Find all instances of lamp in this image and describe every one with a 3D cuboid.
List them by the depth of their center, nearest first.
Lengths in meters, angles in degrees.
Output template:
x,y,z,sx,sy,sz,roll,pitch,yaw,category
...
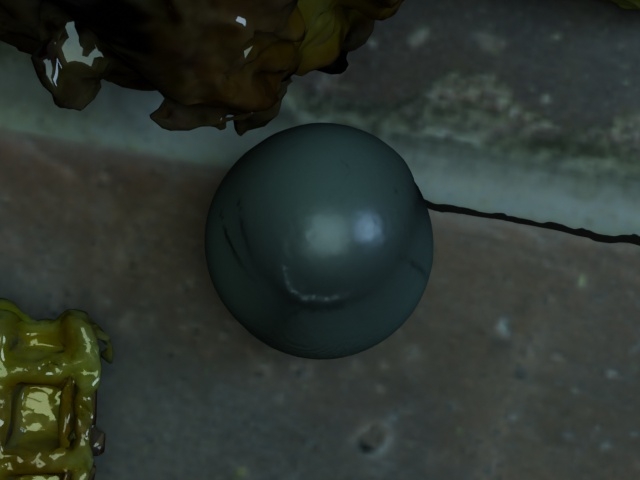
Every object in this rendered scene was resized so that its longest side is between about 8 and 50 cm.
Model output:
x,y,z,sx,sy,sz,roll,pitch,yaw,category
0.000,0.000,0.827,0.105,0.105,0.105,0,88,-6,lamp

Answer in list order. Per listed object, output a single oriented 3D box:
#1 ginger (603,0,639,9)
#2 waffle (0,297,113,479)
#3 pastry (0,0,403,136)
x,y,z,sx,sy,sz,roll,pitch,yaw,category
0.091,-0.226,0.859,0.131,0.086,0.294,-36,87,5,ginger
-0.192,0.164,0.823,0.309,0.065,0.283,-43,91,-3,waffle
-0.083,-0.243,0.699,0.292,0.337,0.405,-25,91,10,pastry
